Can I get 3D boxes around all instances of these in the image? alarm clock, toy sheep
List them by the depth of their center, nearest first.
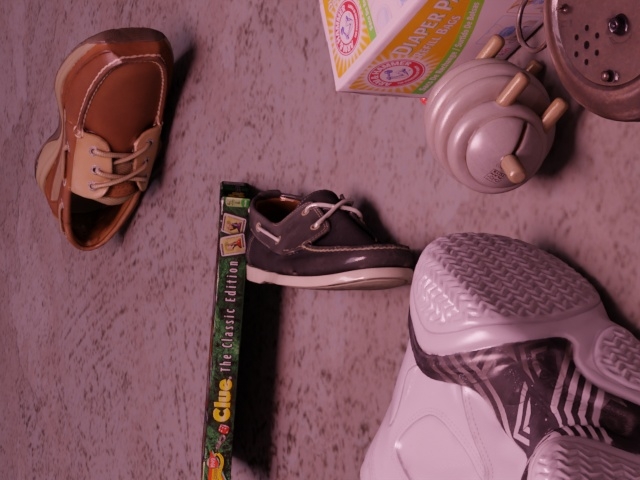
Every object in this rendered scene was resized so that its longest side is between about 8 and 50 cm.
[{"bbox_3d":[0.169,-0.130,0.848,0.192,0.064,0.129,3,95,60],"label":"alarm clock"},{"bbox_3d":[0.109,-0.074,0.953,0.132,0.091,0.091,-101,23,-62],"label":"toy sheep"}]

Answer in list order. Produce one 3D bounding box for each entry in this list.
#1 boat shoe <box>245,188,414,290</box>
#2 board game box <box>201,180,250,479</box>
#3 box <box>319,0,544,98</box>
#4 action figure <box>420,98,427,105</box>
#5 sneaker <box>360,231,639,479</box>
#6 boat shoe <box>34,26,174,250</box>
[{"bbox_3d":[0.000,0.000,1.163,0.233,0.084,0.079,-170,81,-65],"label":"boat shoe"},{"bbox_3d":[-0.085,0.082,1.336,0.136,0.030,0.259,-105,19,-83],"label":"board game box"},{"bbox_3d":[0.087,-0.187,0.976,0.203,0.103,0.114,-43,52,55],"label":"box"},{"bbox_3d":[0.068,-0.148,1.097,0.038,0.030,0.115,-43,54,48],"label":"action figure"},{"bbox_3d":[0.129,0.171,0.859,0.366,0.137,0.210,-118,38,-51],"label":"sneaker"},{"bbox_3d":[-0.215,-0.096,1.565,0.324,0.123,0.120,121,136,-57],"label":"boat shoe"}]
